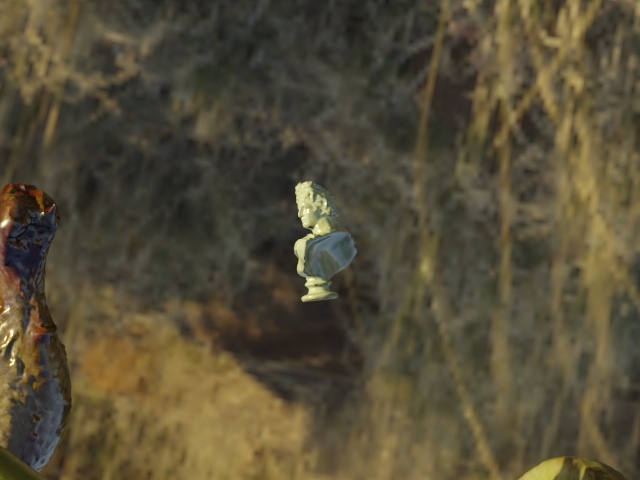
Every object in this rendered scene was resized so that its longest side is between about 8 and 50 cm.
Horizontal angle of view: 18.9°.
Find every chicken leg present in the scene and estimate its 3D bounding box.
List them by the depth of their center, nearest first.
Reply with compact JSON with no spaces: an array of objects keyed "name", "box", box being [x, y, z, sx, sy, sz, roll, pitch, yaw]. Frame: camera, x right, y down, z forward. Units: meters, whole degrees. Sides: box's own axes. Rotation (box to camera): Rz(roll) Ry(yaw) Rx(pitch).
[{"name":"chicken leg","box":[-0.245,0.095,1.281,0.322,0.177,0.083,-31,173,39]}]

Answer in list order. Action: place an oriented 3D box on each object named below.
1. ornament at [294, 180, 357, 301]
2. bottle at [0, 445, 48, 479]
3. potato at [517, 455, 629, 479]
[{"name":"ornament","box":[0.001,0.004,1.566,0.041,0.092,0.068,-7,148,35]},{"name":"bottle","box":[-0.131,0.189,0.944,0.260,0.112,0.112,32,169,24]},{"name":"potato","box":[0.214,0.291,1.496,0.112,0.269,0.255,15,154,-8]}]
